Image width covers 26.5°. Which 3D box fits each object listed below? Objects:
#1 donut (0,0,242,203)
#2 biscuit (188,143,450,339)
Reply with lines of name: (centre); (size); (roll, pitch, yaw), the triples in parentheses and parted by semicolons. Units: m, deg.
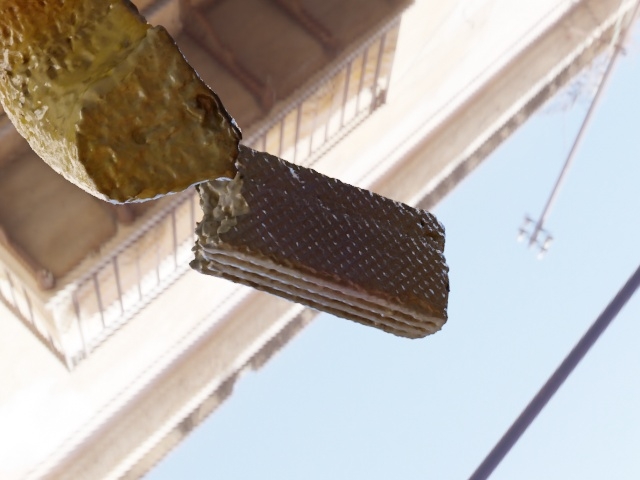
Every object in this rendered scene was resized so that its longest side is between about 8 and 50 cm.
donut: (-0.154, -0.131, 0.799); (0.101, 0.152, 0.259); (-34, -79, -20)
biscuit: (0.000, 0.000, 1.104); (0.239, 0.062, 0.108); (20, -125, -28)
